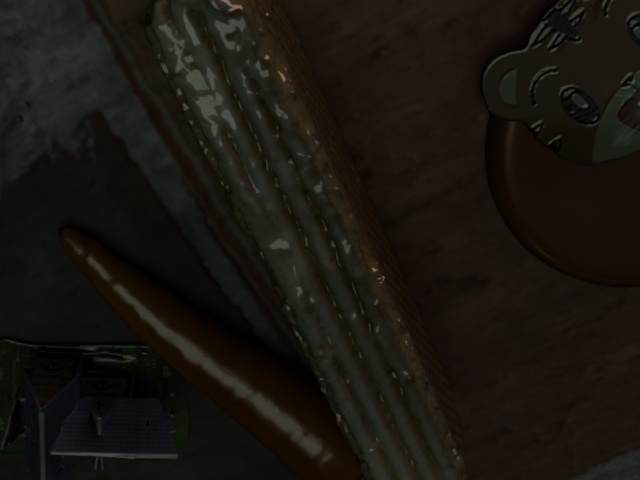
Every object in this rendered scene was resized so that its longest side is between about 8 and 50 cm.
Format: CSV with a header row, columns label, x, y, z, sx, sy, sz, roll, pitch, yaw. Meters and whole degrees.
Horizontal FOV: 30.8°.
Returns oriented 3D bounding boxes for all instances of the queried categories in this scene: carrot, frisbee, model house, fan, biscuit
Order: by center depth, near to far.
label,x,y,z,sx,sy,sz,roll,pitch,yaw
biscuit,0.000,0.000,0.808,0.079,0.144,0.426,-22,116,9
fan,0.234,-0.097,0.823,0.227,0.008,0.152,34,110,-18
frisbee,0.246,-0.073,0.853,0.251,0.021,0.250,-2,118,-4
carrot,-0.072,0.100,0.900,0.336,0.069,0.069,39,109,-17
model house,-0.185,0.147,0.901,0.167,0.088,0.117,5,116,-6
